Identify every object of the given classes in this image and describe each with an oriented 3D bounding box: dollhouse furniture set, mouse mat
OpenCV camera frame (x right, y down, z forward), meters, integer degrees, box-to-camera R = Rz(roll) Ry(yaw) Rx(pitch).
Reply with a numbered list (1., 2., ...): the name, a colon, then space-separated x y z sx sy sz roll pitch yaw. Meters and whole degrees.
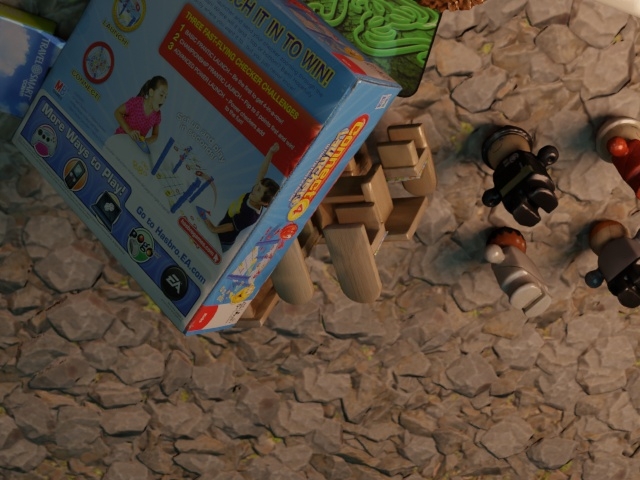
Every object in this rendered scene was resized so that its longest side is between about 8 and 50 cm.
1. dollhouse furniture set: 0.000 0.000 1.181 0.242 0.212 0.161 -3 123 26
2. mouse mat: 0.035 -0.240 1.156 0.189 0.007 0.153 10 118 -12

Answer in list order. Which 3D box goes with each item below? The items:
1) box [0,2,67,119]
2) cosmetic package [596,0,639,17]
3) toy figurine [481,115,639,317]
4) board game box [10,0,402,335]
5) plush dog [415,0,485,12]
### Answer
1. box: -0.360 -0.200 1.121 0.178 0.042 0.109 18 118 -16
2. cosmetic package: 0.306 -0.384 1.015 0.129 0.153 0.296 17 116 -13
3. toy figurine: 0.288 -0.030 1.228 0.213 0.148 0.209 -8 126 -3
4. board game box: -0.126 -0.122 1.049 0.302 0.308 0.086 -54 156 20
5. plush dog: 0.130 -0.318 0.902 0.262 0.210 0.225 -43 121 12
